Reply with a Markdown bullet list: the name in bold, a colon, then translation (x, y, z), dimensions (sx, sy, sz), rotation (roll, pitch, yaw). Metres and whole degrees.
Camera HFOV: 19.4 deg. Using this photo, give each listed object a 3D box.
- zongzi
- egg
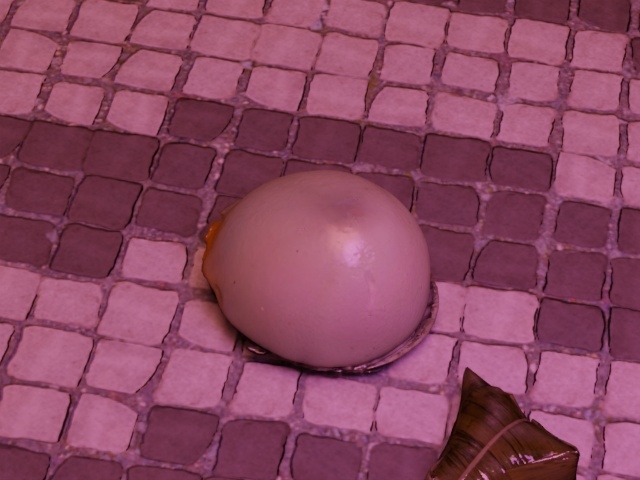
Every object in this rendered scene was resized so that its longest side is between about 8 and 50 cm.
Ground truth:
- **zongzi**: translation (0.141, 0.231, 2.007), dimensions (0.205, 0.094, 0.204), rotation (-24, 49, -23)
- **egg**: translation (0.005, 0.000, 2.161), dimensions (0.264, 0.174, 0.286), rotation (-15, 46, -21)
